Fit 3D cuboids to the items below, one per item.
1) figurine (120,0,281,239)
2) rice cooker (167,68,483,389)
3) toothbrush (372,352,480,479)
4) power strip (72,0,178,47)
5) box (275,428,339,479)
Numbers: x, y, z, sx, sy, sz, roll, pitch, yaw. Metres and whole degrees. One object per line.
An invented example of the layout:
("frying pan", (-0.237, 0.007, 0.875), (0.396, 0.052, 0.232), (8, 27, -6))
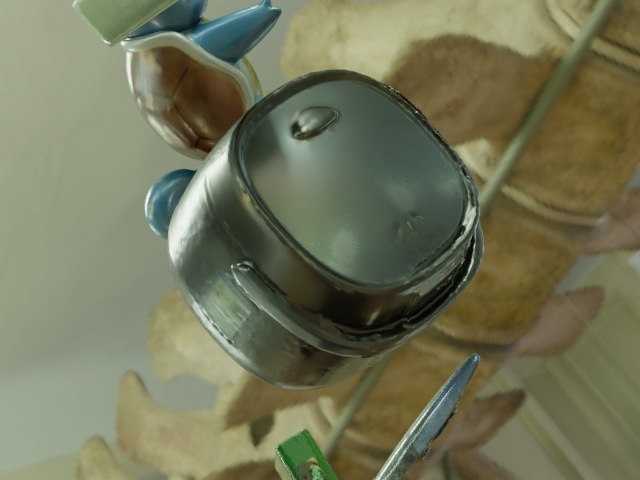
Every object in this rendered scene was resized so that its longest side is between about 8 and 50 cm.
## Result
("figurine", (-0.178, -0.218, 1.716), (0.243, 0.298, 0.417), (-17, -74, -32))
("rice cooker", (0.000, 0.000, 1.074), (0.267, 0.267, 0.224), (-18, -21, -32))
("toothbrush", (0.029, 0.271, 1.118), (0.413, 0.042, 0.035), (-55, -1, 12))
("power strip", (-0.079, -0.258, 0.970), (0.385, 0.062, 0.091), (-18, 27, 51))
("box", (0.035, 0.265, 0.949), (0.034, 0.235, 0.132), (-30, -13, -11))
